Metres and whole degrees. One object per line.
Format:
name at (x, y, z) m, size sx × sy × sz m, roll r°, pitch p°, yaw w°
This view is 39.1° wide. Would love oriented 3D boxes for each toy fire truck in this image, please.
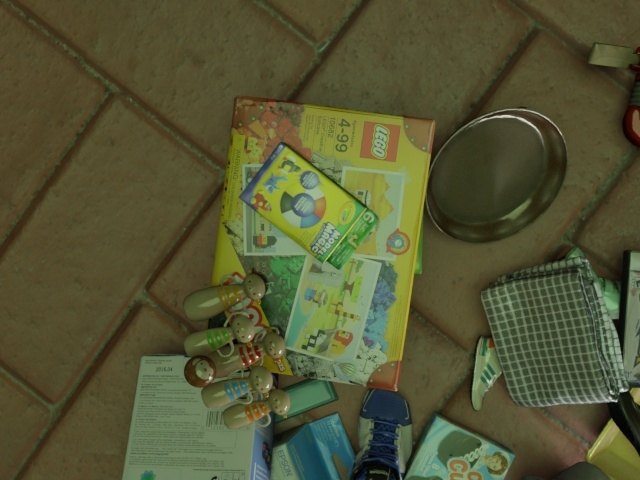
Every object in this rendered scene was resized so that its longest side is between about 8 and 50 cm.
toy fire truck at (0.658, -0.304, 1.837) m, size 0.246 × 0.158 × 0.217 m, roll 18°, pitch 93°, yaw 14°

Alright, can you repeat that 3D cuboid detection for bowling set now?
bowling set at (-0.141, 0.212, 1.566) m, size 0.154 × 0.200 × 0.287 m, roll -19°, pitch 97°, yaw 5°

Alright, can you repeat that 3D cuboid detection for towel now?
towel at (0.462, 0.190, 1.805) m, size 0.235 × 0.121 × 0.284 m, roll -15°, pitch 92°, yaw 45°

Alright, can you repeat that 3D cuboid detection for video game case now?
video game case at (0.724, 0.163, 1.808) m, size 0.248 × 0.035 × 0.275 m, roll 4°, pitch 89°, yaw -3°

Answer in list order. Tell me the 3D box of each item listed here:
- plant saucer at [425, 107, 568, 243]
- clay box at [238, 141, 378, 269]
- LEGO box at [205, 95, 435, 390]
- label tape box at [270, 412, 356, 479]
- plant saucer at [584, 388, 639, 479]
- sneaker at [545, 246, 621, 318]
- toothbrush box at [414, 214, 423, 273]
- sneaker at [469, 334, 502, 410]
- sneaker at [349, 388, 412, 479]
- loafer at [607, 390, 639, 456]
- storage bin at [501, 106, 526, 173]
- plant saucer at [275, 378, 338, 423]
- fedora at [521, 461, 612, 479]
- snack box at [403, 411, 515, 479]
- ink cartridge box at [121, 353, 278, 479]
plant saucer at (0.351, -0.135, 1.829) m, size 0.310 × 0.050 × 0.311 m, roll -9°, pitch 126°, yaw -12°
clay box at (-0.018, -0.058, 1.600) m, size 0.222 × 0.053 × 0.127 m, roll 37°, pitch 96°, yaw 2°
LEGO box at (0.000, 0.000, 1.727) m, size 0.372 × 0.193 × 0.500 m, roll 7°, pitch 95°, yaw 4°
label tape box at (-0.080, 0.549, 1.910) m, size 0.347 × 0.115 × 0.249 m, roll -22°, pitch 91°, yaw 5°
plant saucer at (0.767, 0.406, 1.878) m, size 0.332 × 0.081 × 0.333 m, roll 33°, pitch 93°, yaw 2°
sneaker at (0.583, 0.083, 1.866) m, size 0.256 × 0.094 × 0.151 m, roll -11°, pitch 97°, yaw 6°
toothbrush box at (0.071, -0.039, 1.879) m, size 0.283 × 0.122 × 0.206 m, roll 2°, pitch 93°, yaw 5°
sneaker at (0.359, 0.284, 1.906) m, size 0.075 × 0.057 × 0.161 m, roll 7°, pitch 89°, yaw 8°
sneaker at (0.126, 0.450, 1.817) m, size 0.127 × 0.182 × 0.316 m, roll 13°, pitch 65°, yaw 1°
loafer at (0.656, 0.381, 1.812) m, size 0.078 × 0.080 × 0.220 m, roll -33°, pitch 95°, yaw -6°
storage bin at (0.391, -0.203, 1.876) m, size 0.135 × 0.098 × 0.091 m, roll -35°, pitch 100°, yaw 3°
plant saucer at (-0.061, 0.348, 1.950) m, size 0.192 × 0.018 × 0.067 m, roll -21°, pitch 91°, yaw 3°
fedora at (0.546, 0.550, 1.841) m, size 0.124 × 0.243 × 0.275 m, roll -37°, pitch 106°, yaw -24°
snack box at (0.255, 0.550, 1.918) m, size 0.187 × 0.060 × 0.322 m, roll 26°, pitch 93°, yaw 1°
ink cartridge box at (-0.235, 0.378, 1.829) m, size 0.270 × 0.151 × 0.395 m, roll -1°, pitch 65°, yaw 11°
